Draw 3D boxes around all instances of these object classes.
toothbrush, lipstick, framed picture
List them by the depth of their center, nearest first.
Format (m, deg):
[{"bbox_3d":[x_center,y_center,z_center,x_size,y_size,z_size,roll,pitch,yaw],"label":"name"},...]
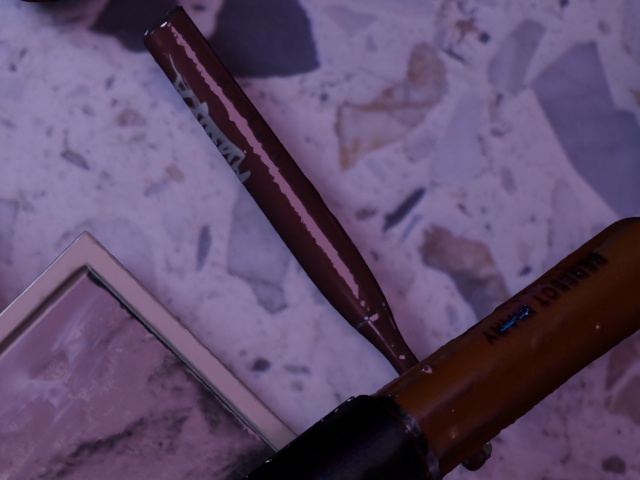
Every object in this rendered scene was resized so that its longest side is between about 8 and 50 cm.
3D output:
[{"bbox_3d":[-0.175,0.186,0.826,0.324,0.020,0.240,-44,93,-13],"label":"framed picture"},{"bbox_3d":[0.082,0.099,0.828,0.418,0.077,0.077,-32,85,-24],"label":"lipstick"},{"bbox_3d":[-0.001,0.000,0.884,0.041,0.041,0.364,-35,87,-13],"label":"toothbrush"}]
